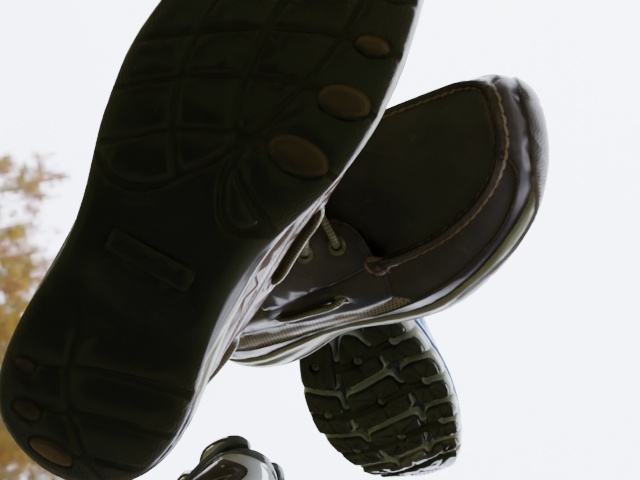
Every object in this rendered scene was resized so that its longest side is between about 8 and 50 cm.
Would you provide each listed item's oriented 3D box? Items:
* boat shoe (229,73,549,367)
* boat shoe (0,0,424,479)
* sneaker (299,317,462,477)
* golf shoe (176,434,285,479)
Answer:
[{"bbox_3d":[0.000,0.000,0.955,0.355,0.130,0.132,-35,-120,42],"label":"boat shoe"},{"bbox_3d":[-0.055,-0.029,0.738,0.122,0.120,0.324,34,-79,5],"label":"boat shoe"},{"bbox_3d":[0.038,0.044,1.195,0.130,0.147,0.330,-17,-75,25],"label":"sneaker"},{"bbox_3d":[-0.092,0.212,0.868,0.077,0.094,0.198,28,-83,-8],"label":"golf shoe"}]
